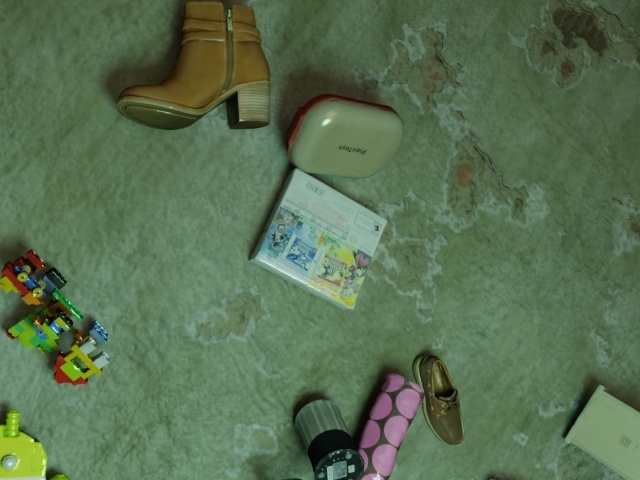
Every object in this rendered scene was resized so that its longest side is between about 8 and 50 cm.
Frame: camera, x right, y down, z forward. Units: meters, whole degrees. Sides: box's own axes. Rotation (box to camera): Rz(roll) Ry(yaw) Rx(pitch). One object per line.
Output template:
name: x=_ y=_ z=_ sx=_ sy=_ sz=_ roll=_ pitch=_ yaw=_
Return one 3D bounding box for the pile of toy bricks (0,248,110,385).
pile of toy bricks: x=-0.421 y=0.123 z=1.130 sx=0.105 sy=0.118 sz=0.212 roll=-34 pitch=114 yaw=3

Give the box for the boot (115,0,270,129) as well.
boot: x=-0.215 y=-0.306 z=1.276 sx=0.284 sy=0.109 sz=0.220 roll=-5 pitch=84 yaw=-27

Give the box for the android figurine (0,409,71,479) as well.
android figurine: x=-0.484 y=0.379 z=1.072 sx=0.248 sy=0.056 sz=0.272 roll=7 pitch=80 yaw=-23

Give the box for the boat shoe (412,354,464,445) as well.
boat shoe: x=0.227 y=0.299 z=1.398 sx=0.064 sy=0.060 sz=0.178 roll=-19 pitch=89 yaw=-26

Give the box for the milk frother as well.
milk frother: x=-0.020 y=0.353 z=1.241 sx=0.143 sy=0.134 sz=0.129 roll=7 pitch=112 yaw=-20

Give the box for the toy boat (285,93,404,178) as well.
toy boat: x=0.035 y=-0.207 z=1.368 sx=0.231 sy=0.151 sz=0.151 roll=5 pitch=40 yaw=-35

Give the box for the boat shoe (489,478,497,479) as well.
boat shoe: x=0.390 y=0.515 z=1.439 sx=0.184 sy=0.066 sz=0.063 roll=35 pitch=68 yaw=-26

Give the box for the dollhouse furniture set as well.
dollhouse furniture set: x=0.647 y=0.477 z=1.556 sx=0.303 sy=0.198 sz=0.286 roll=31 pitch=91 yaw=-48

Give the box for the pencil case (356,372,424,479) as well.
pencil case: x=0.111 y=0.344 z=1.325 sx=0.095 sy=0.098 sz=0.209 roll=19 pitch=68 yaw=27

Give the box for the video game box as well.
video game box: x=0.000 y=0.000 z=1.356 sx=0.205 sy=0.048 sz=0.187 roll=29 pitch=68 yaw=-17
